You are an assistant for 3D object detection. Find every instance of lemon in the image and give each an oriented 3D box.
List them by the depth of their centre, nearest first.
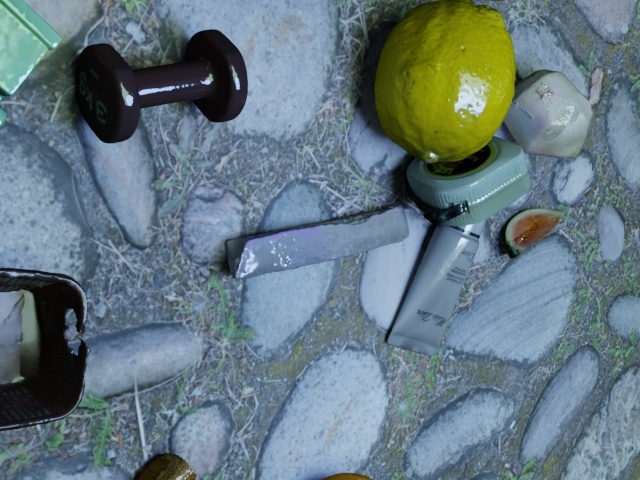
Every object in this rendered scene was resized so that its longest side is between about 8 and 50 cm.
[{"bbox_3d":[0.218,-0.284,1.605,0.245,0.245,0.320,23,75,-40],"label":"lemon"}]

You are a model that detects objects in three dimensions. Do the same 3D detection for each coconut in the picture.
[{"bbox_3d":[0.460,-0.245,1.845,0.171,0.171,0.183,-19,67,-36],"label":"coconut"}]

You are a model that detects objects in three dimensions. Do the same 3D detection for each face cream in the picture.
[{"bbox_3d":[0.234,0.069,1.798,0.143,0.089,0.314,18,97,-40],"label":"face cream"}]

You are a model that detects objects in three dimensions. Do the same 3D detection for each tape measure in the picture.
[{"bbox_3d":[0.250,-0.113,1.699,0.207,0.235,0.115,-33,122,-15],"label":"tape measure"}]

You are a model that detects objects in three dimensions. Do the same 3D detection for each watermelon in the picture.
[{"bbox_3d":[0.432,-0.023,1.948,0.163,0.087,0.069,-36,88,-31],"label":"watermelon"}]

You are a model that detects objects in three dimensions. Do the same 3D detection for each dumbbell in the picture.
[{"bbox_3d":[-0.224,-0.222,1.313,0.225,0.140,0.124,-17,144,-36],"label":"dumbbell"}]

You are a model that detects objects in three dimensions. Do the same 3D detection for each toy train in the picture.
[{"bbox_3d":[-0.472,-0.266,1.110,0.301,0.120,0.202,46,67,-36],"label":"toy train"}]

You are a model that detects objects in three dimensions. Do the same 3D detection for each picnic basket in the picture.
[{"bbox_3d":[-0.461,0.134,1.185,0.297,0.129,0.222,1,96,-41],"label":"picnic basket"}]

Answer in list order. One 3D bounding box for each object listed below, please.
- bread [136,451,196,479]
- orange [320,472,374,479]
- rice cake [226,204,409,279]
[{"bbox_3d":[-0.240,0.385,1.445,0.070,0.083,0.076,-38,124,-39],"label":"bread"},{"bbox_3d":[0.044,0.525,1.647,0.219,0.193,0.219,-30,128,-47],"label":"orange"},{"bbox_3d":[0.000,0.000,1.591,0.399,0.064,0.070,-12,97,-38],"label":"rice cake"}]
